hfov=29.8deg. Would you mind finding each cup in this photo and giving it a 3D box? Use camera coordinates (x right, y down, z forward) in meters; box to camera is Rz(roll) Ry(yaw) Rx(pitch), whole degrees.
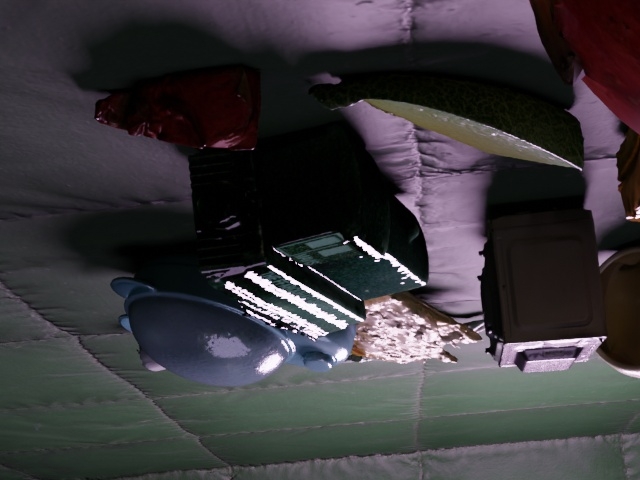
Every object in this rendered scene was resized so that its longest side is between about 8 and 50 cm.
[{"bbox_3d":[0.432,0.111,1.551,0.202,0.173,0.255,13,155,-39],"label":"cup"}]

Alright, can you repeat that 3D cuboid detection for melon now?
[{"bbox_3d":[0.109,-0.110,1.040,0.262,0.053,0.114,11,175,-29],"label":"melon"}]

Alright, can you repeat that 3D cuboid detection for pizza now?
[{"bbox_3d":[0.106,0.131,1.668,0.262,0.034,0.181,24,141,-32],"label":"pizza"}]

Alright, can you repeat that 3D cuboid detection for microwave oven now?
[{"bbox_3d":[0.248,0.062,1.383,0.129,0.163,0.205,-4,165,6],"label":"microwave oven"}]

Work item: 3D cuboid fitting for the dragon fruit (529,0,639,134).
[{"bbox_3d":[0.212,-0.170,0.502,0.296,0.301,0.295,-22,175,-2],"label":"dragon fruit"}]

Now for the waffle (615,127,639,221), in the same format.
[{"bbox_3d":[0.433,-0.096,1.051,0.328,0.098,0.224,-5,161,7],"label":"waffle"}]

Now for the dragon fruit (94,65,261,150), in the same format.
[{"bbox_3d":[-0.116,-0.094,0.974,0.131,0.063,0.097,-1,161,-11],"label":"dragon fruit"}]

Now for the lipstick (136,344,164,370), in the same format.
[{"bbox_3d":[-0.140,0.132,1.669,0.264,0.059,0.059,-16,159,33],"label":"lipstick"}]

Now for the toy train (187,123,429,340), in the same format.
[{"bbox_3d":[0.000,0.000,1.184,0.178,0.138,0.330,-15,160,18],"label":"toy train"}]

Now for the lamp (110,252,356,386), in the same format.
[{"bbox_3d":[-0.101,0.096,1.426,0.284,0.147,0.209,-3,159,-7],"label":"lamp"}]

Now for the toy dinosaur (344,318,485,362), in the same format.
[{"bbox_3d":[0.115,0.155,1.799,0.242,0.053,0.167,-29,153,36],"label":"toy dinosaur"}]
